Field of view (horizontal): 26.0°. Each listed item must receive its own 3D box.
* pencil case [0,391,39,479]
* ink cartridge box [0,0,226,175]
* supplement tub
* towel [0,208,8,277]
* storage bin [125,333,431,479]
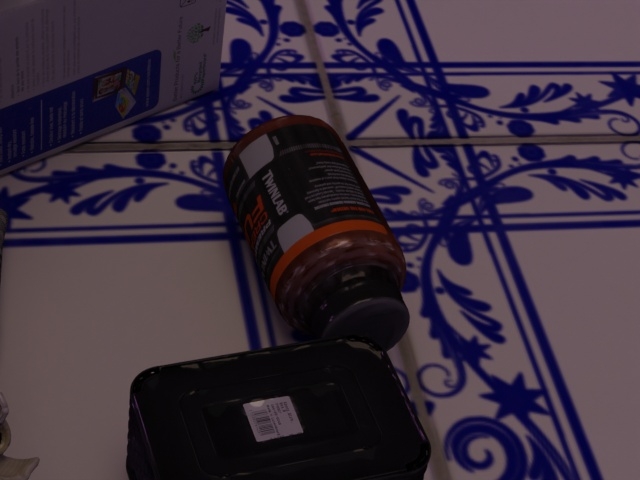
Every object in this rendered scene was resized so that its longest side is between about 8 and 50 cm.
[{"bbox_3d":[-0.299,-0.029,0.795,0.184,0.160,0.410,-15,91,-4],"label":"pencil case"},{"bbox_3d":[-0.222,-0.150,1.136,0.333,0.165,0.065,-28,55,-35],"label":"ink cartridge box"},{"bbox_3d":[0.000,0.000,1.064,0.106,0.106,0.198,-9,46,-19],"label":"supplement tub"},{"bbox_3d":[-0.389,0.085,0.952,0.324,0.056,0.312,3,46,-10],"label":"towel"},{"bbox_3d":[-0.031,0.143,0.924,0.180,0.084,0.122,-8,46,-19],"label":"storage bin"}]
